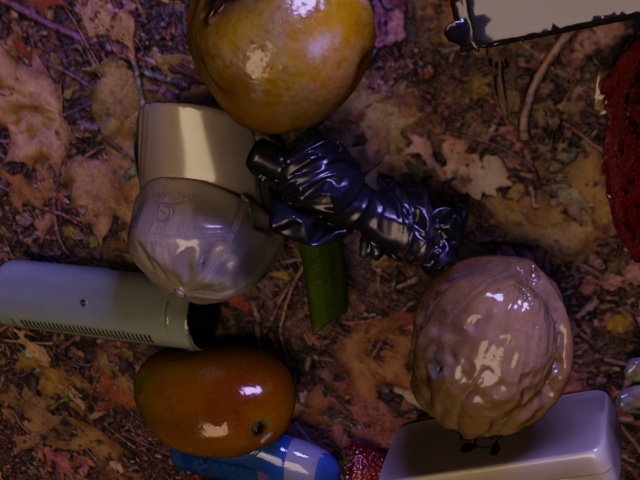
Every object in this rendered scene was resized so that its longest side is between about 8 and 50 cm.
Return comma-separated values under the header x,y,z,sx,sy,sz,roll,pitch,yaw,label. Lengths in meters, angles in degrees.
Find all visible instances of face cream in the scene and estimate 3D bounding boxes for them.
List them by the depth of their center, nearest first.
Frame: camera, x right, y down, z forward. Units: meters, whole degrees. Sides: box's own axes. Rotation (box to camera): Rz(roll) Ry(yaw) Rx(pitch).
x,y,z,sx,sy,sz,roll,pitch,yaw,label
-0.097,0.334,1.313,0.264,0.083,0.149,9,145,16,face cream

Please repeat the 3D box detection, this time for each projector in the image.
x,y,z,sx,sy,sz,roll,pitch,yaw,label
-0.318,0.093,1.253,0.338,0.108,0.108,4,119,19,projector

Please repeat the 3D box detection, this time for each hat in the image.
x,y,z,sx,sy,sz,roll,pitch,yaw,label
-0.158,-0.046,1.088,0.232,0.161,0.275,4,116,15,hat

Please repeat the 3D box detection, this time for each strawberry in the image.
x,y,z,sx,sy,sz,roll,pitch,yaw,label
0.069,0.340,1.273,0.083,0.073,0.073,5,123,-9,strawberry

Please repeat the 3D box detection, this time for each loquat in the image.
x,y,z,sx,sy,sz,roll,pitch,yaw,label
-0.044,-0.225,0.914,0.213,0.213,0.213,9,121,16,loquat

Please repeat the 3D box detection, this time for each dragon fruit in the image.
x,y,z,sx,sy,sz,roll,pitch,yaw,label
0.395,-0.127,0.824,0.205,0.152,0.317,62,162,6,dragon fruit

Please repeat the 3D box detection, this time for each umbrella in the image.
x,y,z,sx,sy,sz,roll,pitch,yaw,label
0.038,-0.040,0.998,0.272,0.110,0.122,24,122,-17,umbrella

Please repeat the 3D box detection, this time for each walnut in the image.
x,y,z,sx,sy,sz,roll,pitch,yaw,label
0.202,0.127,1.023,0.198,0.198,0.245,22,116,8,walnut

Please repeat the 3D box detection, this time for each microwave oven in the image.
x,y,z,sx,sy,sz,roll,pitch,yaw,label
0.234,-0.297,0.780,0.247,0.178,0.188,-6,118,23,microwave oven

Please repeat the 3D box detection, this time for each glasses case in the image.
x,y,z,sx,sy,sz,roll,pitch,yaw,label
0.235,0.286,1.136,0.313,0.131,0.070,-17,110,29,glasses case

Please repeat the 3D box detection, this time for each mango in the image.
x,y,z,sx,sy,sz,roll,pitch,yaw,label
-0.160,0.228,1.227,0.254,0.175,0.139,-1,118,22,mango

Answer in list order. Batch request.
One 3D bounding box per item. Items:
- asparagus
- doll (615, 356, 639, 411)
x,y,z,sx,sy,sz,roll,pitch,yaw,label
0.000,0.001,1.106,0.067,0.060,0.277,-15,117,-11,asparagus
0.494,0.205,1.010,0.275,0.113,0.155,20,114,18,doll
